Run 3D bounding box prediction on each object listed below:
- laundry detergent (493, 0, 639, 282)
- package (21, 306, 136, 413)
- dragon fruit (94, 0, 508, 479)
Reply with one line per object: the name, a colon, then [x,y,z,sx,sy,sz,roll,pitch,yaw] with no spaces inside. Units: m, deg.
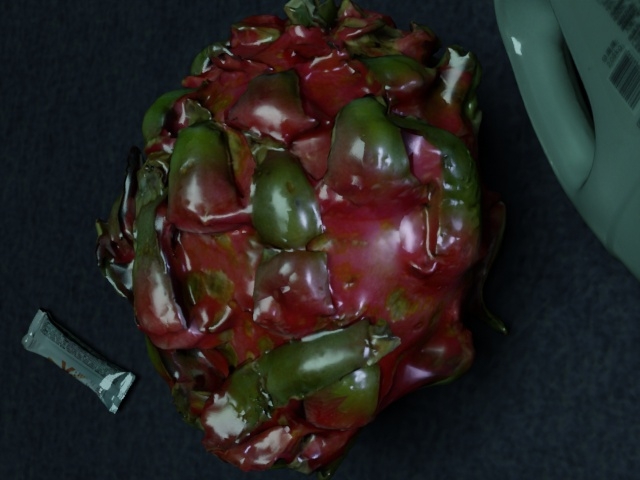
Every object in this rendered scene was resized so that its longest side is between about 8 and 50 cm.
laundry detergent: [0.185,-0.181,0.841,0.264,0.125,0.397,-61,39,33]
package: [-0.191,0.094,1.100,0.110,0.015,0.037,31,99,28]
dragon fruit: [-0.007,-0.004,0.894,0.231,0.237,0.302,19,85,32]
